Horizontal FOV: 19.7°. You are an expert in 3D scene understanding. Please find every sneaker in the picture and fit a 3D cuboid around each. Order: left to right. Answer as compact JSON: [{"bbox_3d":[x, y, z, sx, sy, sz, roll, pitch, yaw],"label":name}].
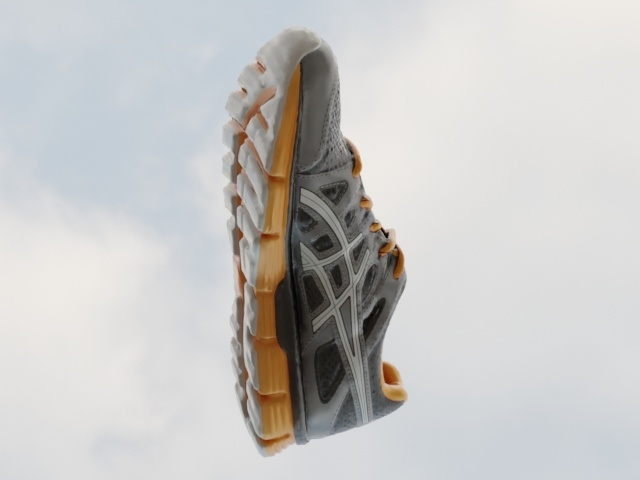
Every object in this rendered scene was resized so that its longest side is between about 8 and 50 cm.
[{"bbox_3d":[0.000,0.000,0.875,0.083,0.084,0.215,-6,-61,-11],"label":"sneaker"}]
